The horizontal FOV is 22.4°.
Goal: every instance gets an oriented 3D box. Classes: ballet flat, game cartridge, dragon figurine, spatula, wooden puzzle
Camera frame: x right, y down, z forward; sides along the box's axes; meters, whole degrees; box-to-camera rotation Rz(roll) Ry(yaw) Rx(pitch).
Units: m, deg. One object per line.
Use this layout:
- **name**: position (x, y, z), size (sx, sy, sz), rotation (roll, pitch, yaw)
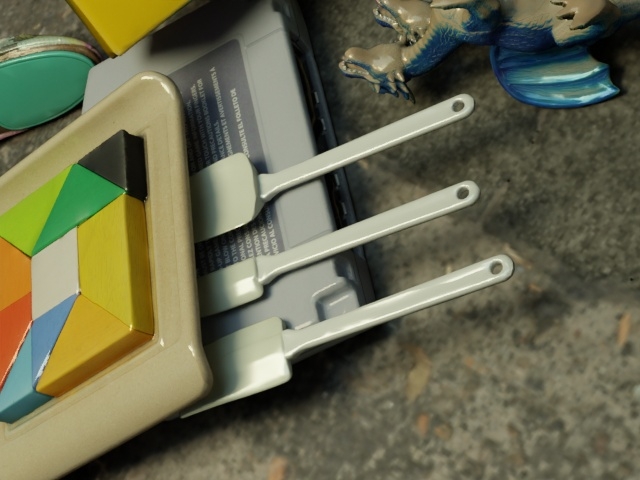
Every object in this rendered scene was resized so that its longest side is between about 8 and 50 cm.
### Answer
- **ballet flat**: position (-0.269, -0.113, 1.291), size (0.221, 0.077, 0.079), rotation (-30, 36, 17)
- **game cartridge**: position (-0.078, -0.029, 1.138), size (0.196, 0.060, 0.294), rotation (-23, 57, 17)
- **dragon figurine**: position (0.148, -0.139, 1.024), size (0.289, 0.144, 0.085), rotation (4, 71, 15)
- **spatula**: position (0.000, 0.000, 1.030), size (0.242, 0.019, 0.168), rotation (-22, 57, 22)
- **wooden puzzle**: position (-0.168, 0.029, 1.105), size (0.221, 0.044, 0.238), rotation (-31, 57, 34)

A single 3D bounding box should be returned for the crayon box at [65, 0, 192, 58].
- **crayon box**: position (-0.098, -0.358, 1.110), size (0.363, 0.313, 0.106), rotation (-39, 12, -5)
